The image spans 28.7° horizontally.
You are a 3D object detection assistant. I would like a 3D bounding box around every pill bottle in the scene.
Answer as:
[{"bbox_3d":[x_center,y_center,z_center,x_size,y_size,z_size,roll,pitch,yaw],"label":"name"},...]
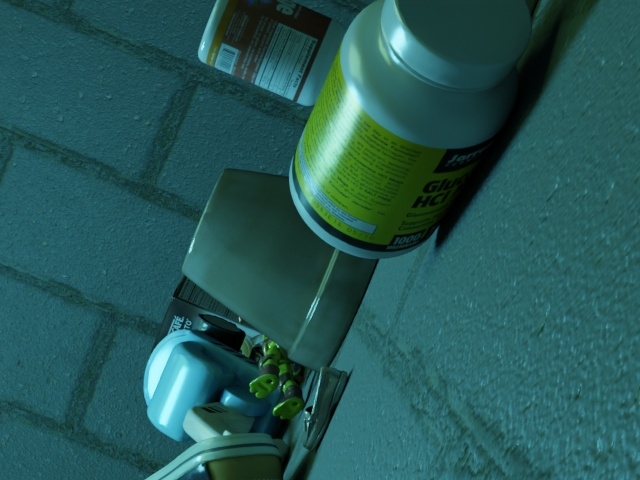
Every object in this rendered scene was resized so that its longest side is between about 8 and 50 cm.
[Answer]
[{"bbox_3d":[0.093,-0.136,1.315,0.334,0.188,0.188,117,175,-56],"label":"pill bottle"},{"bbox_3d":[-0.042,-0.252,1.649,0.121,0.216,0.121,-157,90,-86],"label":"pill bottle"}]

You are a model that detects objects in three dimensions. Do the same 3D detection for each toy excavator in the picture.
[{"bbox_3d":[-0.188,0.313,2.266,0.445,0.433,0.222,8,-74,-64],"label":"toy excavator"}]

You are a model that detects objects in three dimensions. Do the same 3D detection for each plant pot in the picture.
[{"bbox_3d":[-0.065,0.019,2.060,0.323,0.280,0.323,-157,90,-88],"label":"plant pot"}]

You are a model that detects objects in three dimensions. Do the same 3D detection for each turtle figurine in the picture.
[{"bbox_3d":[-0.069,0.206,2.183,0.217,0.087,0.269,-98,-16,-52],"label":"turtle figurine"}]

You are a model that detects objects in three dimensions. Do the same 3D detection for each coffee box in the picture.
[{"bbox_3d":[-0.193,0.207,2.693,0.119,0.297,0.168,-72,5,-57],"label":"coffee box"}]

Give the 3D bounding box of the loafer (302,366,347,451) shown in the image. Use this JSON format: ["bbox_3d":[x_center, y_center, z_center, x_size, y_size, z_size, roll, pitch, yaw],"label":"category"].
[{"bbox_3d":[-0.003,0.228,1.710,0.045,0.039,0.125,-81,14,-74],"label":"loafer"}]

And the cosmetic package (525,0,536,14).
[{"bbox_3d":[0.202,-0.227,1.417,0.060,0.041,0.115,129,163,-80],"label":"cosmetic package"}]

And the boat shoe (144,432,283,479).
[{"bbox_3d":[-0.187,0.433,1.898,0.500,0.186,0.156,-46,50,55],"label":"boat shoe"}]
